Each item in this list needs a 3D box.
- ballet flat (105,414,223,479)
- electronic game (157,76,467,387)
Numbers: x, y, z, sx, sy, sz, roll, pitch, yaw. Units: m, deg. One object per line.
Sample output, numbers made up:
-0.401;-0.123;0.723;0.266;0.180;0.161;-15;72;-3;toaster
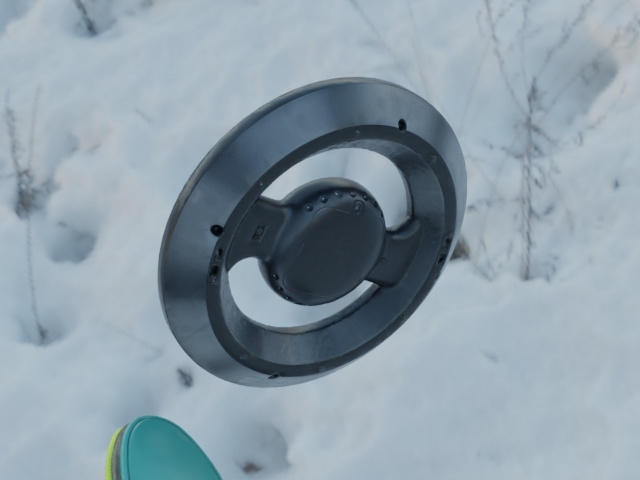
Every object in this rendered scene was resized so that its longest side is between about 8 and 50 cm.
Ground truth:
-0.066;0.197;0.643;0.077;0.077;0.231;5;35;-42;ballet flat
0.000;0.000;0.803;0.229;0.229;0.048;-33;43;-12;electronic game
